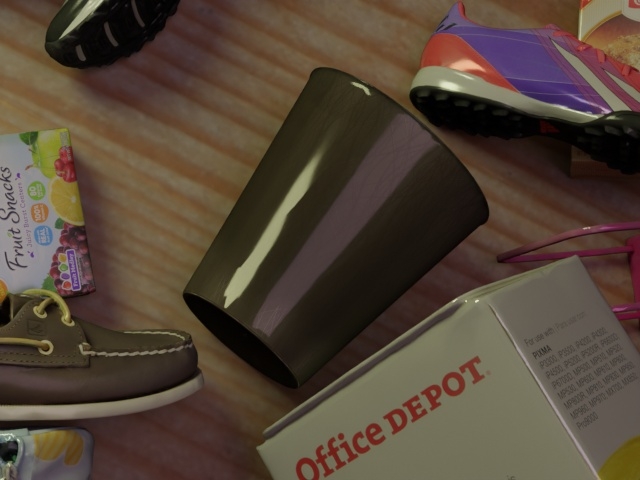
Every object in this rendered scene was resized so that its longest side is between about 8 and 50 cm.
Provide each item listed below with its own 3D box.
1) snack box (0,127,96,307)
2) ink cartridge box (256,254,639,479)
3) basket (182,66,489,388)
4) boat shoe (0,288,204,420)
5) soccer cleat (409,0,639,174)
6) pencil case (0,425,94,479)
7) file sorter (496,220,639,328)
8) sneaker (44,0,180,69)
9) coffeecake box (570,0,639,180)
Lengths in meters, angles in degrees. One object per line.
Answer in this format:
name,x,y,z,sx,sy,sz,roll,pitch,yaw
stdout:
snack box,-0.250,-0.017,1.055,0.100,0.037,0.141,-10,87,-20
ink cartridge box,0.166,0.245,0.981,0.160,0.279,0.385,-18,74,-50
basket,0.000,0.000,1.088,0.204,0.154,0.227,42,73,-7
boat shoe,-0.245,0.089,0.985,0.324,0.116,0.097,-2,94,-24
soccer cleat,0.245,-0.140,1.164,0.318,0.108,0.116,15,75,16
pencil case,-0.224,0.275,0.970,0.113,0.124,0.273,-2,82,-20
file sorter,0.286,0.131,1.139,0.182,0.202,0.291,-5,82,-17
sneaker,-0.163,-0.267,1.114,0.108,0.100,0.271,28,74,12
coffeecake box,0.321,-0.154,1.240,0.142,0.068,0.185,3,78,10
